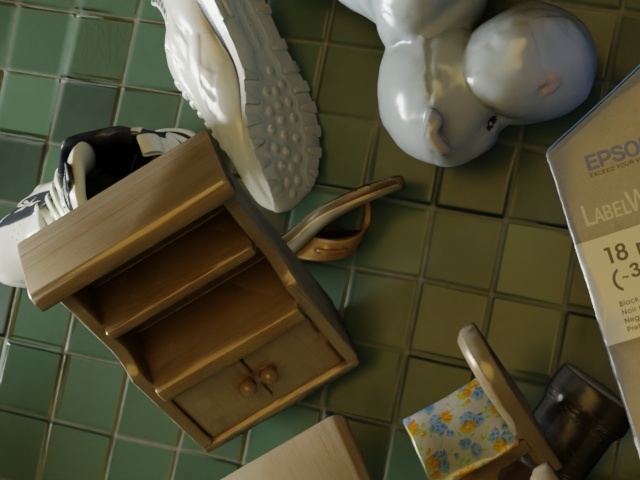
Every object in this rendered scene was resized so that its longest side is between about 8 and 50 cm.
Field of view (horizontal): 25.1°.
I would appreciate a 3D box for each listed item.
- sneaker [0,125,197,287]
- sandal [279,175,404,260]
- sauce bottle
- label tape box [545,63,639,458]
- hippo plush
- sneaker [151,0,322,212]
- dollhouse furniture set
[{"bbox_3d":[-0.214,-0.034,1.238,0.234,0.153,0.094,-20,78,14],"label":"sneaker"},{"bbox_3d":[0.000,0.000,1.218,0.180,0.072,0.049,-33,92,13],"label":"sandal"},{"bbox_3d":[0.121,0.252,1.134,0.111,0.111,0.344,36,94,17],"label":"sauce bottle"},{"bbox_3d":[0.247,-0.010,1.051,0.105,0.240,0.334,-19,79,16],"label":"label tape box"},{"bbox_3d":[0.088,-0.183,1.119,0.294,0.234,0.237,-19,79,14],"label":"hippo plush"},{"bbox_3d":[-0.075,-0.131,1.252,0.094,0.090,0.235,-23,83,38],"label":"sneaker"},{"bbox_3d":[-0.042,0.155,1.023,0.362,0.256,0.394,-31,46,7],"label":"dollhouse furniture set"}]
